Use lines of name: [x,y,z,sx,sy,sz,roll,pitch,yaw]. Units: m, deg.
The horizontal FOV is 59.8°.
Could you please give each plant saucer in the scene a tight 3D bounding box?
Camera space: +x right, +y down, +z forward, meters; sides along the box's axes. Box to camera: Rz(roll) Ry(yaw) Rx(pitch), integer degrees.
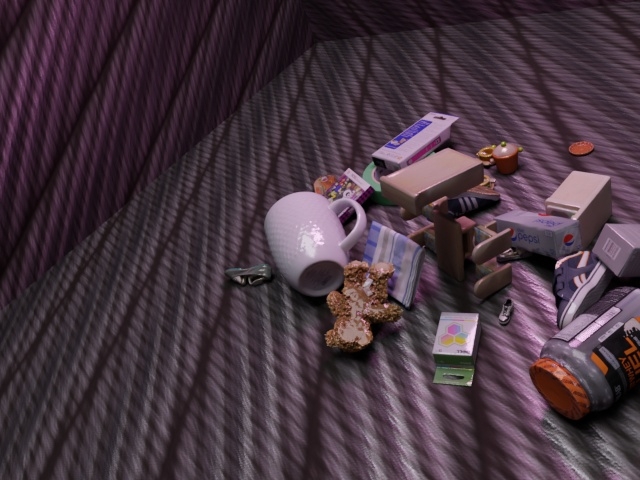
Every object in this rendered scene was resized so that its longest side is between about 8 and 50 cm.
plant saucer: [0.981,-0.344,2.093,0.084,0.013,0.083,-16,36,12]

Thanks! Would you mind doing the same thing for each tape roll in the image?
tape roll: [0.338,-0.272,2.319,0.321,0.077,0.321,-15,35,11]

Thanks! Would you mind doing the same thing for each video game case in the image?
video game case: [0.091,-0.173,2.297,0.232,0.042,0.210,-45,35,4]

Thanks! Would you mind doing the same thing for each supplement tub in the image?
supplement tub: [0.663,0.266,1.313,0.316,0.193,0.193,-34,36,-13]

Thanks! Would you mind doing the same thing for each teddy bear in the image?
teddy bear: [0.131,0.202,1.741,0.245,0.113,0.338,-7,52,6]

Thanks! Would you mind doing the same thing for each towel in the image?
towel: [0.230,0.073,1.834,0.034,0.209,0.285,1,20,-32]

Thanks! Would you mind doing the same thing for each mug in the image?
mug: [0.000,0.000,1.954,0.374,0.276,0.328,-38,39,14]

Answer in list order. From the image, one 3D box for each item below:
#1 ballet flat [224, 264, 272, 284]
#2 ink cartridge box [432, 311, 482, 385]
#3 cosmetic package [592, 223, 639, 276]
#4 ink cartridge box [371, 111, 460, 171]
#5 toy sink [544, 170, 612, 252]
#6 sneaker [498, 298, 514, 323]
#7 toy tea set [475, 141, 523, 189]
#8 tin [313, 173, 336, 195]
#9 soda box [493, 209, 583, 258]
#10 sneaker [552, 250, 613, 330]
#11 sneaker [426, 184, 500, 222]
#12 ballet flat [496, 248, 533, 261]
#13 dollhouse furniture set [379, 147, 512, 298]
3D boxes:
ballet flat: [-0.284,0.138,2.149,0.213,0.072,0.068,-9,67,24]
ink cartridge box: [0.378,0.298,1.551,0.109,0.062,0.209,-2,41,27]
cosmetic package: [0.886,0.025,1.504,0.238,0.107,0.127,4,32,-14]
ink cartridge box: [0.408,-0.419,2.350,0.371,0.069,0.176,-39,37,-18]
toy sink: [0.793,-0.085,1.740,0.131,0.152,0.234,20,54,45]
sneaker: [0.534,0.203,1.608,0.032,0.037,0.083,7,46,34]
toy tea set: [0.608,-0.285,2.134,0.336,0.124,0.200,-38,37,-20]
tin: [0.026,-0.232,2.483,0.106,0.040,0.189,-16,35,5]
soda box: [0.659,-0.026,1.708,0.098,0.091,0.286,-19,15,-14]
sneaker: [0.692,0.139,1.528,0.127,0.126,0.321,18,40,38]
sneaker: [0.510,-0.120,2.016,0.282,0.153,0.099,-1,26,-21]
ballet flat: [0.619,0.040,1.773,0.114,0.041,0.041,-13,36,14]
dollhouse furniture set: [0.359,-0.041,1.710,0.257,0.394,0.362,-25,34,-19]
